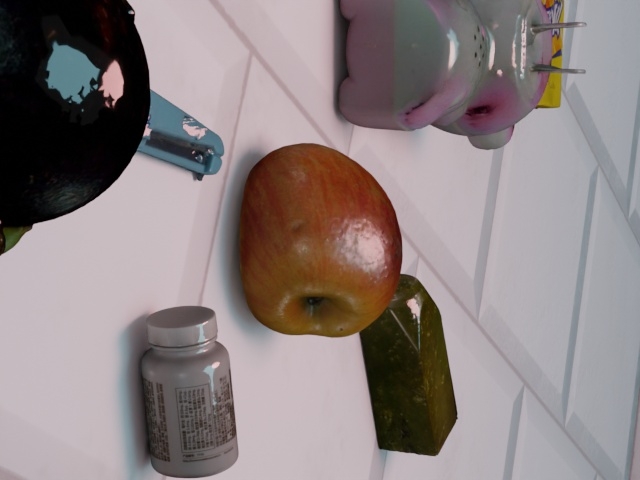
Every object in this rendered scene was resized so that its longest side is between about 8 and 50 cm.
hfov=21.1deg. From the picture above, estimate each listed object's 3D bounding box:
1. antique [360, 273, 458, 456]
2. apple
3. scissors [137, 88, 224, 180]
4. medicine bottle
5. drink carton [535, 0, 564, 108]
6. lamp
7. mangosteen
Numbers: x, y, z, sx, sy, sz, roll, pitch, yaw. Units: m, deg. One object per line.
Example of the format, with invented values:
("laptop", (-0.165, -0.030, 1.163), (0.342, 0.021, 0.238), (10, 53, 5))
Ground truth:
("antique", (0.103, 0.145, 2.049), (0.081, 0.080, 0.221), (-54, 141, -51))
("apple", (0.000, 0.000, 1.716), (0.195, 0.160, 0.173), (71, 9, -54))
("scissors", (-0.166, -0.103, 1.428), (0.393, 0.032, 0.180), (24, 70, -66))
("medicine bottle", (-0.117, 0.133, 1.511), (0.079, 0.079, 0.140), (-37, 126, -62))
("drink carton", (0.268, -0.358, 2.365), (0.154, 0.111, 0.351), (-8, 101, -67))
("lamp", (0.171, -0.224, 1.979), (0.301, 0.247, 0.247), (-10, 99, -60))
("mangosteen", (-0.221, -0.098, 1.087), (0.243, 0.243, 0.243), (2, 90, -68))
